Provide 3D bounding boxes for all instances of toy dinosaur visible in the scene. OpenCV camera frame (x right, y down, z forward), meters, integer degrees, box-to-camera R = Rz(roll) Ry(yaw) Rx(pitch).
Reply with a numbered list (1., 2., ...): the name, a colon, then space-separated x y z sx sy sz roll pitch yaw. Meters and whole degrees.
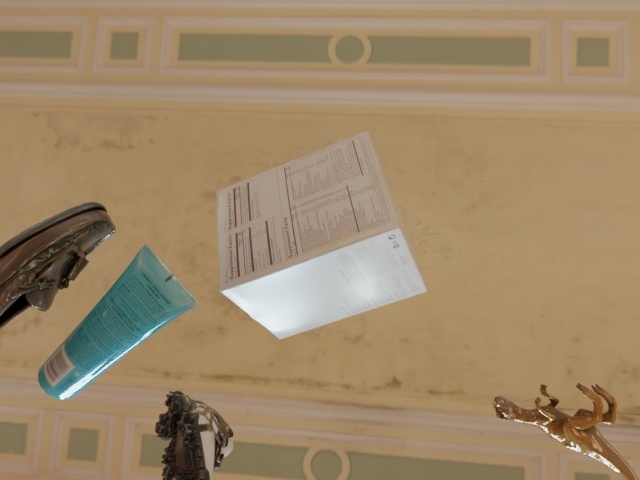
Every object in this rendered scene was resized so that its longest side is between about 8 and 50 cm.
1. toy dinosaur: 0.320 0.236 0.557 0.211 0.064 0.112 29 -77 25

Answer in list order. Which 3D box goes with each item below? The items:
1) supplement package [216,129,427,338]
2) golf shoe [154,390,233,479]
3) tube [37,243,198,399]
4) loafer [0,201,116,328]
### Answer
1. supplement package: 0.000 0.000 0.734 0.263 0.199 0.198 -20 -127 12
2. golf shoe: -0.138 0.241 0.550 0.094 0.198 0.077 28 -94 -22
3. tube: -0.227 0.097 0.500 0.207 0.052 0.080 -40 -81 18
4. loafer: -0.328 0.064 0.489 0.267 0.096 0.084 -39 -95 -21
